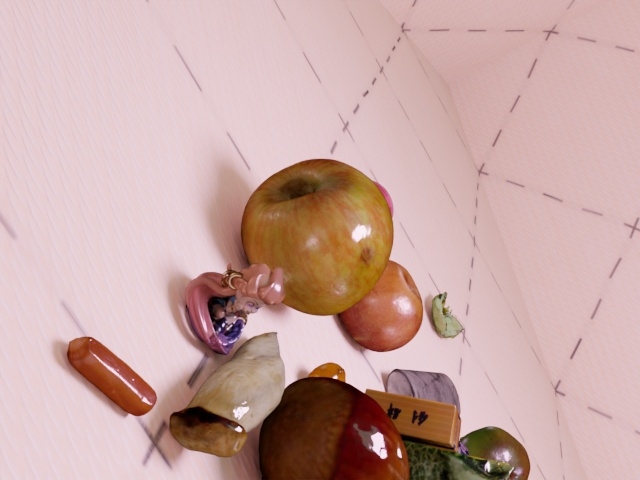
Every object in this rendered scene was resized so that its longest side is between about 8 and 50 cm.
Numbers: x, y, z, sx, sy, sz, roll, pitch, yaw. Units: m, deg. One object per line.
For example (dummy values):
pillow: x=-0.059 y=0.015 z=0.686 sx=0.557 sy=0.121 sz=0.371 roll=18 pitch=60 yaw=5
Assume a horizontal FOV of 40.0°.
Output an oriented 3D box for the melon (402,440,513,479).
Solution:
melon: x=0.185 y=0.409 z=1.390 sx=0.343 sy=0.226 sz=0.331 roll=73 pitch=-8 yaw=-68

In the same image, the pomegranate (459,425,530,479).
pomegranate: x=0.371 y=0.502 z=1.991 sx=0.180 sy=0.180 sz=0.210 roll=59 pitch=-14 yaw=-16

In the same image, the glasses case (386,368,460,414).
glasses case: x=0.231 y=0.342 z=1.944 sx=0.299 sy=0.060 sz=0.114 roll=19 pitch=50 yaw=-62

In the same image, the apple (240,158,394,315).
apple: x=0.000 y=0.000 z=1.518 sx=0.264 sy=0.264 sz=0.264 roll=50 pitch=26 yaw=-35

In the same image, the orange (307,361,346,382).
orange: x=0.009 y=0.248 z=1.517 sx=0.086 sy=0.062 sz=0.086 roll=-40 pitch=141 yaw=-44

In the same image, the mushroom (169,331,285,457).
mushroom: x=-0.103 y=0.204 z=1.240 sx=0.333 sy=0.107 sz=0.087 roll=-37 pitch=136 yaw=-70

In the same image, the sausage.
sausage: x=-0.248 y=0.159 z=1.040 sx=0.131 sy=0.039 sz=0.041 roll=50 pitch=33 yaw=-32

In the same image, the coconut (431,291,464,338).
coconut: x=0.328 y=0.202 z=2.337 sx=0.158 sy=0.055 sz=0.133 roll=38 pitch=32 yaw=-52

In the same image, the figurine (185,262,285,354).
figurine: x=-0.127 y=0.081 z=1.284 sx=0.126 sy=0.157 sz=0.114 roll=28 pitch=21 yaw=-50

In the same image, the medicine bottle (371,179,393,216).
medicine bottle: x=0.063 y=-0.053 z=1.870 sx=0.147 sy=0.147 sz=0.247 roll=65 pitch=21 yaw=-1

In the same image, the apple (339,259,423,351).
apple: x=0.128 y=0.129 z=1.794 sx=0.201 sy=0.162 sz=0.201 roll=47 pitch=29 yaw=-36

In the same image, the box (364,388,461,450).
box: x=0.160 y=0.311 z=1.511 sx=0.237 sy=0.152 sz=0.070 roll=61 pitch=39 yaw=-69

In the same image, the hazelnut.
hazelnut: x=0.016 y=0.307 z=1.268 sx=0.229 sy=0.230 sz=0.229 roll=50 pitch=26 yaw=-35

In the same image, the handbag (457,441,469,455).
handbag: x=0.234 y=0.489 z=1.699 sx=0.229 sy=0.127 sz=0.207 roll=33 pitch=44 yaw=-55
